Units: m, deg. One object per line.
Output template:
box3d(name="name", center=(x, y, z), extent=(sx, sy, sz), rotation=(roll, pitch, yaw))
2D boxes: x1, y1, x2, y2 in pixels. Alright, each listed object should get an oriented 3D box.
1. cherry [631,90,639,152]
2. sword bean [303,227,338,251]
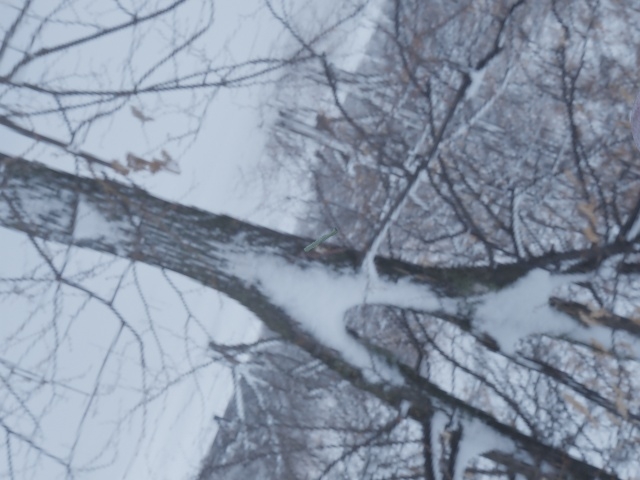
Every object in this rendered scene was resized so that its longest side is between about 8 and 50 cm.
box3d(name="cherry", center=(0.742, -0.240, 1.681), extent=(0.230, 0.300, 0.203), rotation=(12, -102, 52))
box3d(name="sword bean", center=(0.000, 0.000, 1.515), extent=(0.083, 0.012, 0.012), rotation=(-32, -159, 31))
